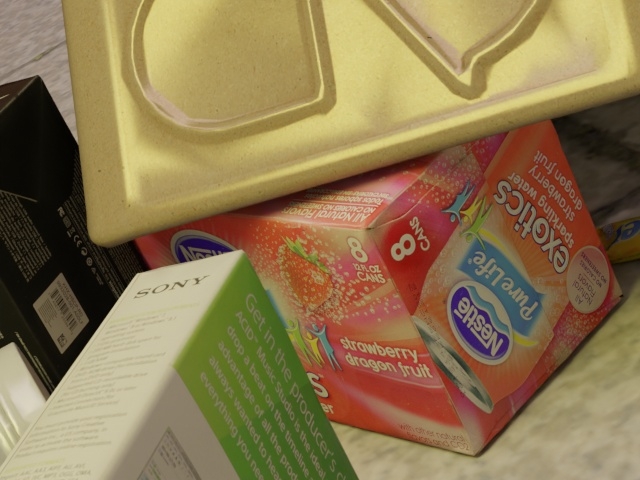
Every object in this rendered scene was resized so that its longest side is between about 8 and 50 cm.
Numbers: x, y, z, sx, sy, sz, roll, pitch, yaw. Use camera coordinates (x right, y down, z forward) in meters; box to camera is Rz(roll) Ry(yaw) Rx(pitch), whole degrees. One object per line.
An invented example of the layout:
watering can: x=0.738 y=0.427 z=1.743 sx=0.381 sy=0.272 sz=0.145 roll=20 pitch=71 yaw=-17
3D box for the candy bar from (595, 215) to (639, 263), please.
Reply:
candy bar: x=0.221 y=-0.013 z=0.890 sx=0.161 sy=0.018 sz=0.040 roll=-16 pitch=27 yaw=25

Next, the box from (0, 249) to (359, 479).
box: x=-0.054 y=0.187 z=0.519 sx=0.058 sy=0.232 sz=0.322 roll=-10 pitch=29 yaw=30

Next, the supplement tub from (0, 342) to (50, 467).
supplement tub: x=-0.206 y=0.153 z=0.784 sx=0.199 sy=0.144 sz=0.144 roll=-32 pitch=25 yaw=-10

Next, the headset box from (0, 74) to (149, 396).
headset box: x=-0.251 y=0.044 z=0.951 sx=0.293 sy=0.218 sz=0.110 roll=-10 pitch=29 yaw=32

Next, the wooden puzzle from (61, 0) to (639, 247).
wooden puzzle: x=0.009 y=-0.184 z=0.826 sx=0.347 sy=0.322 sz=0.080 roll=-17 pitch=-17 yaw=27

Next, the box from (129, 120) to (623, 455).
box: x=0.000 y=0.000 z=0.920 sx=0.142 sy=0.154 sz=0.300 roll=-42 pitch=30 yaw=-29
